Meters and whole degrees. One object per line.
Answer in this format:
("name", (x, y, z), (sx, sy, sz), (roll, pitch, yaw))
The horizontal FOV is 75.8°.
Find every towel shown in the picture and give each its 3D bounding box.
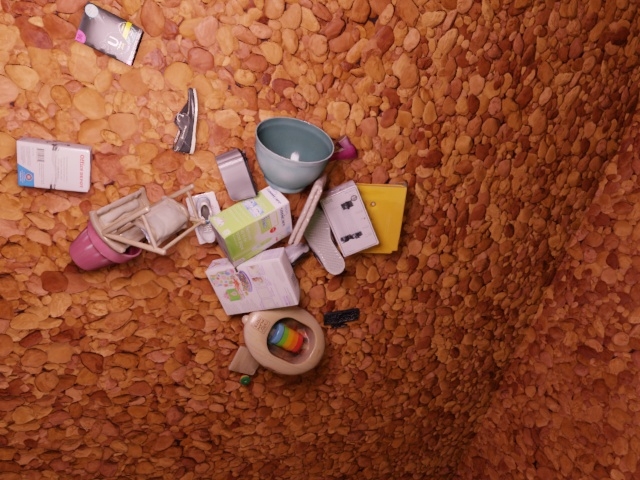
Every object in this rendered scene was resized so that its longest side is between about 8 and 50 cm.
("towel", (-0.046, -0.120, 1.616), (0.049, 0.187, 0.282), (24, 116, -5))

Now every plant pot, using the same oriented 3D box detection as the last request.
("plant pot", (-0.114, -0.304, 1.556), (0.293, 0.293, 0.196), (-1, 137, -21))
("plant pot", (-0.782, 0.013, 1.476), (0.180, 0.201, 0.201), (-29, 121, 11))

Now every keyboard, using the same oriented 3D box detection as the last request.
("keyboard", (0.110, 0.400, 2.068), (0.192, 0.038, 0.100), (-5, 114, -18))

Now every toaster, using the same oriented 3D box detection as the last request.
("toaster", (-0.316, -0.253, 1.542), (0.110, 0.168, 0.185), (-21, 119, -10))

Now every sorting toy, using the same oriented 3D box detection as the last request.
("sorting toy", (-0.348, 0.554, 1.952), (0.132, 0.046, 0.274), (24, 102, -28))

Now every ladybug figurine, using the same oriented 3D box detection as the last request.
("ladybug figurine", (-0.179, 0.436, 1.876), (0.449, 0.162, 0.305), (38, 72, -29))

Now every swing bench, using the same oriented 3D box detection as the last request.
("swing bench", (-0.583, -0.076, 1.410), (0.255, 0.253, 0.165), (-1, 116, 22))

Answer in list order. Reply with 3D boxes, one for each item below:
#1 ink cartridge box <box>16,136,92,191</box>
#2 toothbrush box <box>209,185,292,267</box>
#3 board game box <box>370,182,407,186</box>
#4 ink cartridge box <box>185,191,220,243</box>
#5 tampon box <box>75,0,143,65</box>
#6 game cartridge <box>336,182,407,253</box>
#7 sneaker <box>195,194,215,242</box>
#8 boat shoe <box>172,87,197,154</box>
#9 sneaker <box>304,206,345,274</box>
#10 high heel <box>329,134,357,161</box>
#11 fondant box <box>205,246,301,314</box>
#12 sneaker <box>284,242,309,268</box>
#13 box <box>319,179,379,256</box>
("ink cartridge box", (-0.880, -0.252, 1.371), (0.203, 0.086, 0.148), (5, 111, -24))
("toothbrush box", (-0.261, -0.056, 1.600), (0.283, 0.122, 0.206), (-33, 151, -21))
("board game box", (0.284, -0.180, 1.881), (0.212, 0.039, 0.160), (-4, 114, -19))
("ink cartridge box", (-0.450, -0.098, 1.617), (0.115, 0.067, 0.198), (-17, 119, -14))
("tampon box", (-0.652, -0.639, 1.281), (0.161, 0.101, 0.120), (19, 103, -27))
("game cartridge", (0.224, -0.096, 1.841), (0.285, 0.052, 0.323), (2, 116, -6))
("sneaker", (-0.433, -0.070, 1.549), (0.071, 0.083, 0.190), (-14, 119, -16))
("boat shoe", (-0.477, -0.423, 1.454), (0.079, 0.084, 0.233), (5, 113, -24))
("sneaker", (0.000, 0.000, 1.812), (0.126, 0.127, 0.321), (-23, 94, -6))
("high heel", (0.043, -0.324, 1.708), (0.244, 0.082, 0.117), (-43, 122, -9))
("fondant box", (-0.274, 0.174, 1.710), (0.330, 0.096, 0.238), (-11, 119, 13))
("sneaker", (-0.144, 0.127, 1.818), (0.269, 0.101, 0.153), (-33, 121, 2))
("box", (0.120, -0.091, 1.758), (0.169, 0.087, 0.290), (-23, 114, 6))
